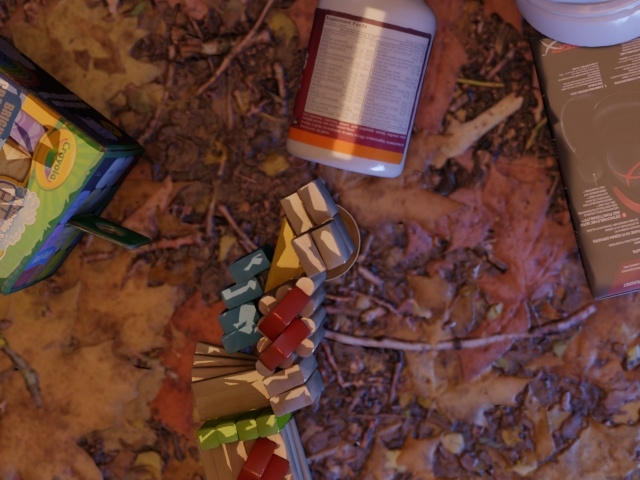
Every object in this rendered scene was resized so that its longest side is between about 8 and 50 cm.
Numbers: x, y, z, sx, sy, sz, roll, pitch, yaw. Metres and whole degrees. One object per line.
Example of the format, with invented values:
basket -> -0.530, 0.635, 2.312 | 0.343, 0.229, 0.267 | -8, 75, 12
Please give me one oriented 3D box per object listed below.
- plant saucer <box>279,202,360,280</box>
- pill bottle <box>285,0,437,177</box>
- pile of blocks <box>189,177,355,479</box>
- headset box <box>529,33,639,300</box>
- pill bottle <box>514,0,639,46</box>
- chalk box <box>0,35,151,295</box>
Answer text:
plant saucer -> 0.000, 0.000, 1.831 | 0.083, 0.015, 0.083 | 1, 95, 7
pill bottle -> 0.046, -0.180, 1.758 | 0.121, 0.121, 0.221 | 13, 96, 5
pile of blocks -> -0.061, 0.115, 1.788 | 0.149, 0.112, 0.362 | 11, 99, 7
headset box -> 0.341, -0.080, 1.737 | 0.218, 0.110, 0.293 | -14, 92, 8
pill bottle -> 0.216, -0.355, 1.542 | 0.229, 0.408, 0.229 | -8, 58, 13
chalk box -> -0.302, -0.067, 1.778 | 0.289, 0.180, 0.179 | 38, 97, 4
